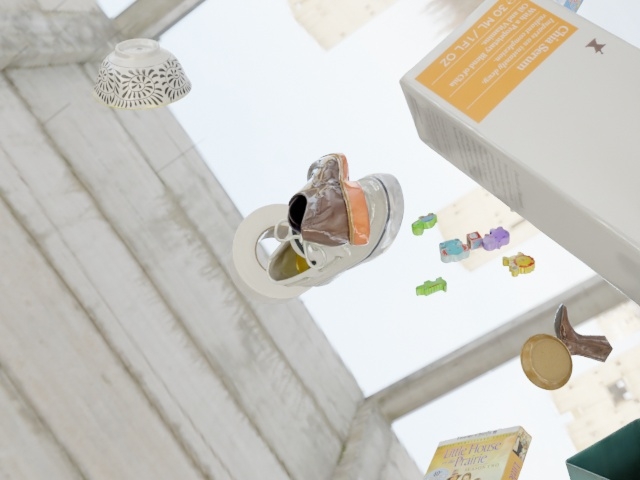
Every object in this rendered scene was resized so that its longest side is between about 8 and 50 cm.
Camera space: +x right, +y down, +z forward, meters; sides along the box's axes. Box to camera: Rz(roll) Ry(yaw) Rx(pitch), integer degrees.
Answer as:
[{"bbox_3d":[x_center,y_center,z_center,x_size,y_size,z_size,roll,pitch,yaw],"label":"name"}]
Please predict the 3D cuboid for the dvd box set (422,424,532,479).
[{"bbox_3d":[0.365,0.682,2.111,0.062,0.308,0.420,48,-132,-14],"label":"dvd box set"}]

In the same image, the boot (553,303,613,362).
[{"bbox_3d":[0.524,0.184,1.605,0.037,0.114,0.106,124,153,-82],"label":"boot"}]

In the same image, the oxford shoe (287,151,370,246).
[{"bbox_3d":[-0.003,-0.064,1.139,0.271,0.099,0.096,-116,19,-71],"label":"oxford shoe"}]

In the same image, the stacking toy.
[{"bbox_3d":[0.266,0.011,1.401,0.052,0.221,0.166,-113,9,-51],"label":"stacking toy"}]

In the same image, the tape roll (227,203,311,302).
[{"bbox_3d":[-0.113,0.039,2.094,0.246,0.246,0.169,59,165,4],"label":"tape roll"}]

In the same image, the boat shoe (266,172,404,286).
[{"bbox_3d":[-0.003,-0.007,1.427,0.157,0.367,0.135,-7,-107,-32],"label":"boat shoe"}]

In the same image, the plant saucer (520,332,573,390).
[{"bbox_3d":[0.329,0.174,1.168,0.015,0.083,0.083,-8,-115,-47],"label":"plant saucer"}]

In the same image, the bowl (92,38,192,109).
[{"bbox_3d":[-0.309,-0.295,1.383,0.170,0.170,0.080,-92,1,-56],"label":"bowl"}]

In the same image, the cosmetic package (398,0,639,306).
[{"bbox_3d":[0.347,-0.133,1.069,0.453,0.230,0.161,42,173,31],"label":"cosmetic package"}]

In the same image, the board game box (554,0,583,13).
[{"bbox_3d":[0.399,-0.414,1.489,0.039,0.160,0.211,46,-118,-26],"label":"board game box"}]

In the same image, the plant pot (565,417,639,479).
[{"bbox_3d":[0.485,0.409,1.149,0.166,0.166,0.234,7,114,62],"label":"plant pot"}]
